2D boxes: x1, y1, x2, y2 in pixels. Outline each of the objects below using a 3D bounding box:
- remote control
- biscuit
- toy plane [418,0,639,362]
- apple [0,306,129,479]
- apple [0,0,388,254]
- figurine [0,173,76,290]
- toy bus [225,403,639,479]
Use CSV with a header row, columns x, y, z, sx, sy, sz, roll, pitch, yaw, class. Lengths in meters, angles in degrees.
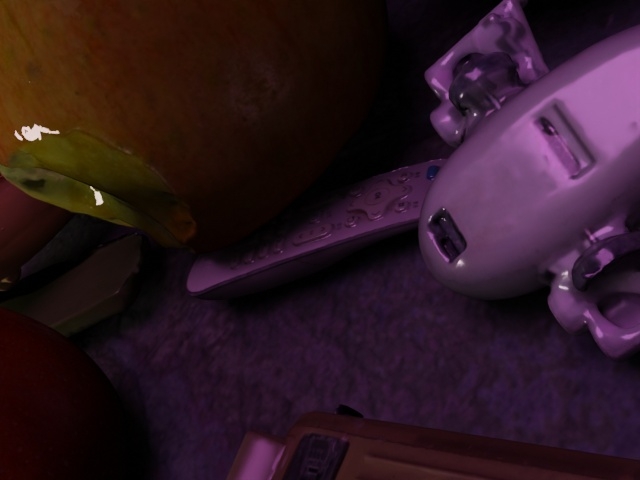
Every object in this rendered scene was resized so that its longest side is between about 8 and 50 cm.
x,y,z,sx,sy,sz,roll,pitch,yaw,class
0.000,0.000,0.768,0.229,0.044,0.073,-18,30,19,remote control
-0.280,0.079,0.931,0.322,0.038,0.099,-24,33,22,biscuit
0.166,-0.053,0.611,0.252,0.118,0.252,-6,78,30,toy plane
-0.255,0.154,0.745,0.218,0.201,0.218,-17,58,29,apple
-0.121,-0.171,0.780,0.339,0.339,0.339,-21,48,26,apple
-0.292,-0.086,0.915,0.124,0.222,0.324,6,47,39,figurine
0.079,0.163,0.469,0.289,0.157,0.139,-1,58,52,toy bus
